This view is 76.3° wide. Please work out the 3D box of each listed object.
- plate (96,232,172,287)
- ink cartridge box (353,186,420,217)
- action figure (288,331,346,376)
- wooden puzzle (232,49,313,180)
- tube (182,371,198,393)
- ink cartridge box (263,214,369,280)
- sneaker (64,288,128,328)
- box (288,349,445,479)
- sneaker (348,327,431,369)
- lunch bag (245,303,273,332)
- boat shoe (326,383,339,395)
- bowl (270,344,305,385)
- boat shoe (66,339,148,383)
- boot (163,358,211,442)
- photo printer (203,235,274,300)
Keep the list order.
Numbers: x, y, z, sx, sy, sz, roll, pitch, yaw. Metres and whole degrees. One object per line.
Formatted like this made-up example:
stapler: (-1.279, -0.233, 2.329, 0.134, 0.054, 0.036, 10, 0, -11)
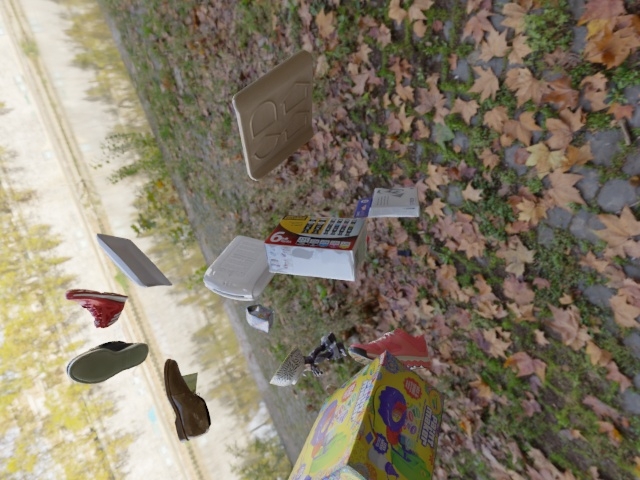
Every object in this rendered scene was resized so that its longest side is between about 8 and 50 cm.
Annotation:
plate: (-0.731, 0.093, 1.601, 0.278, 0.045, 0.277, 46, 177, 3)
ink cartridge box: (0.237, -0.139, 1.458, 0.223, 0.224, 0.045, -67, -27, -64)
action figure: (-0.027, 0.532, 1.834, 0.185, 0.285, 0.099, 30, 138, 51)
wooden puzzle: (-0.152, -0.410, 1.351, 0.081, 0.322, 0.347, 36, 156, 21)
tube: (-0.541, 0.661, 1.647, 0.070, 0.062, 0.240, 31, -121, -84)
ink cartridge box: (0.000, 0.000, 1.445, 0.310, 0.271, 0.130, 4, 123, 17)
sneaker: (-0.756, 0.235, 1.370, 0.087, 0.221, 0.127, 6, 81, 30)
box: (0.096, 0.450, 0.880, 0.177, 0.290, 0.279, 38, 126, 0)
sneaker: (0.242, 0.376, 1.446, 0.116, 0.314, 0.136, 135, 143, -61)
lunch bag: (-0.188, 0.235, 1.253, 0.083, 0.053, 0.071, 17, 136, 10)
boat shoe: (0.076, 0.648, 1.674, 0.135, 0.045, 0.050, 38, 111, 14)
bowl: (-0.108, 0.488, 1.537, 0.080, 0.170, 0.170, 34, 144, 8)
boat shoe: (-0.809, 0.440, 1.524, 0.113, 0.340, 0.127, 8, 95, 21)
boot: (-0.472, 0.554, 1.448, 0.112, 0.115, 0.305, -113, 8, -85)
photo printer: (-0.327, 0.122, 1.747, 0.256, 0.307, 0.107, 13, 133, 18)
